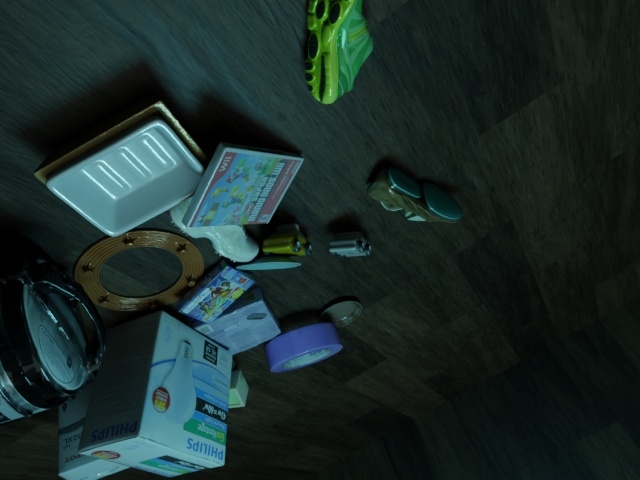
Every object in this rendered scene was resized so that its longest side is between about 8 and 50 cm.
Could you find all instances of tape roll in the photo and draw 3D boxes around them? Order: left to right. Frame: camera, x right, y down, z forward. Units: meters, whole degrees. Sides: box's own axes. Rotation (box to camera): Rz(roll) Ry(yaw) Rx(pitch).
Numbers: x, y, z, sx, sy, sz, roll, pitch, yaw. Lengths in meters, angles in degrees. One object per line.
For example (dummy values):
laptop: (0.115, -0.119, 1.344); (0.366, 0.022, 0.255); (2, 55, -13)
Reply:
tape roll: (-0.062, 0.391, 1.809); (0.274, 0.090, 0.275); (-17, 157, -7)

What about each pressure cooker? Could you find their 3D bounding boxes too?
pressure cooker: (-0.720, 0.221, 1.119); (0.419, 0.376, 0.370); (-16, 170, -10)

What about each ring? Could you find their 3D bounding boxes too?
ring: (-0.487, 0.096, 1.355); (0.336, 0.032, 0.337); (-14, 140, -12)

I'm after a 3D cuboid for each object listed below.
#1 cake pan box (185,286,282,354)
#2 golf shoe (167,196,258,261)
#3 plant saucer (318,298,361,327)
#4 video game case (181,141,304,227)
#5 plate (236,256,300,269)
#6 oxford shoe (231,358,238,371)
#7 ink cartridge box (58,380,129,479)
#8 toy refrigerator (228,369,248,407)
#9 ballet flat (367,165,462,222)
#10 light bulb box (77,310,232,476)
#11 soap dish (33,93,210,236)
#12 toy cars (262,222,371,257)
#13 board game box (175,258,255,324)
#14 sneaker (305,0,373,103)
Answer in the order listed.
cake pan box: (-0.284, 0.286, 1.651); (0.266, 0.070, 0.246); (-23, 140, -1)
golf shoe: (-0.239, -0.043, 1.258); (0.140, 0.115, 0.306); (-38, 141, 13)
plant saucer: (0.070, 0.267, 1.838); (0.168, 0.029, 0.169); (-13, 141, -11)
video game case: (-0.170, -0.122, 1.151); (0.285, 0.025, 0.204); (-6, 133, -58)
plate: (-0.150, 0.065, 1.437); (0.188, 0.024, 0.188); (-4, 172, -1)
oxford shoe: (-0.342, 0.459, 1.827); (0.076, 0.076, 0.212); (1, 126, 8)
ink cartridge box: (-0.693, 0.567, 1.571); (0.223, 0.308, 0.129); (-18, 142, -8)
toy refrigerator: (-0.408, 0.550, 1.790); (0.269, 0.094, 0.102); (-8, 124, 10)
ballet flat: (0.266, -0.114, 1.447); (0.342, 0.116, 0.124); (15, 148, -38)
light bulb box: (-0.463, 0.464, 1.473); (0.225, 0.361, 0.358); (-20, 139, 21)
soap dish: (-0.393, -0.154, 1.041); (0.290, 0.118, 0.229); (-28, 142, 5)
toy cars: (0.000, 0.000, 1.441); (0.393, 0.087, 0.176); (1, 171, -30)
board game box: (-0.310, 0.155, 1.477); (0.201, 0.035, 0.136); (-42, 142, 5)
sneaker: (0.043, -0.423, 0.987); (0.123, 0.109, 0.296); (-29, 147, -37)
